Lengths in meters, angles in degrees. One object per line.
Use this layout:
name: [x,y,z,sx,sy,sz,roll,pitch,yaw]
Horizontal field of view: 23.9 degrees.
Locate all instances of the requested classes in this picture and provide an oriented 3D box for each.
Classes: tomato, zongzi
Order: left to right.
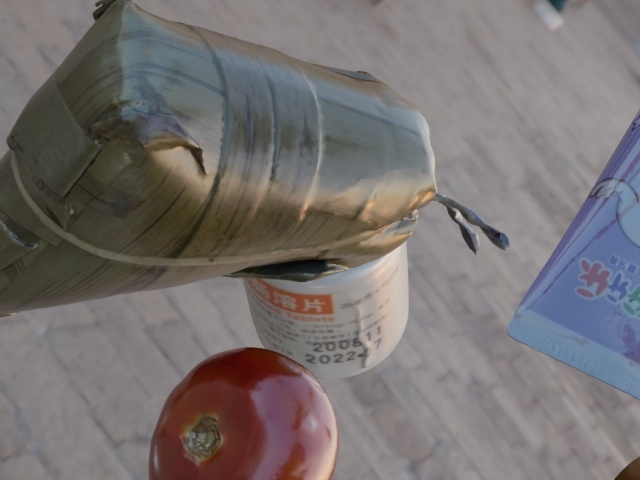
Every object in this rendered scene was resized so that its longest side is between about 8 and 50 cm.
zongzi: [-0.127,-0.017,1.572,0.500,0.467,0.218,12,54,-38]
tomato: [-0.071,0.199,1.438,0.136,0.195,0.195,31,25,-50]

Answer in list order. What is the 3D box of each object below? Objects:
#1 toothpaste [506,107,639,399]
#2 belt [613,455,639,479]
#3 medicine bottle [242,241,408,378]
toothpaste: [0.285,-0.047,1.245,0.125,0.371,0.080,27,-19,8]
belt: [0.319,0.270,1.146,0.261,0.184,0.105,46,-12,-18]
medicine bottle: [0.000,0.000,1.842,0.371,0.211,0.211,81,-17,-57]
